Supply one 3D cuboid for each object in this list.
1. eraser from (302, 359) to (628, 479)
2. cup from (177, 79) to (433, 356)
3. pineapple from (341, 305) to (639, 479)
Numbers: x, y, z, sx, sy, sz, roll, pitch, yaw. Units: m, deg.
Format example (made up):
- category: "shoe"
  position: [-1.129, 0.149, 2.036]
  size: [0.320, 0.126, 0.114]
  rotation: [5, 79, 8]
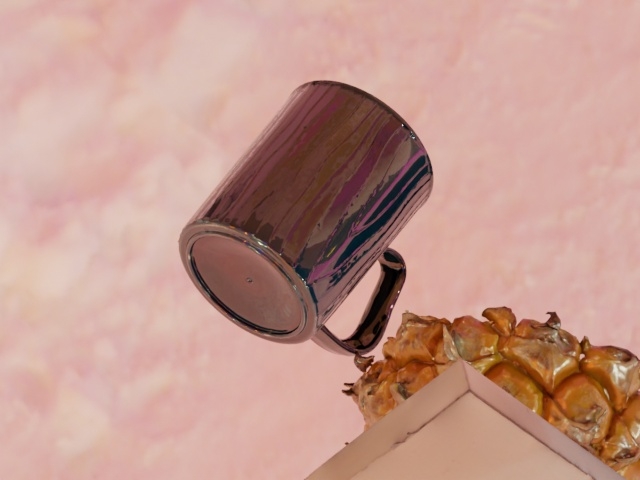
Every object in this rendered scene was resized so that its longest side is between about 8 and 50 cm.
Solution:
- category: "eraser"
  position: [0.076, 0.125, 0.766]
  size: [0.104, 0.150, 0.023]
  rotation: [-40, 33, 22]
- category: "cup"
  position: [0.002, -0.005, 1.061]
  size: [0.150, 0.113, 0.138]
  rotation: [40, 58, -1]
- category: "pineapple"
  position: [0.112, 0.128, 1.017]
  size: [0.224, 0.225, 0.076]
  rotation: [8, 46, 11]
